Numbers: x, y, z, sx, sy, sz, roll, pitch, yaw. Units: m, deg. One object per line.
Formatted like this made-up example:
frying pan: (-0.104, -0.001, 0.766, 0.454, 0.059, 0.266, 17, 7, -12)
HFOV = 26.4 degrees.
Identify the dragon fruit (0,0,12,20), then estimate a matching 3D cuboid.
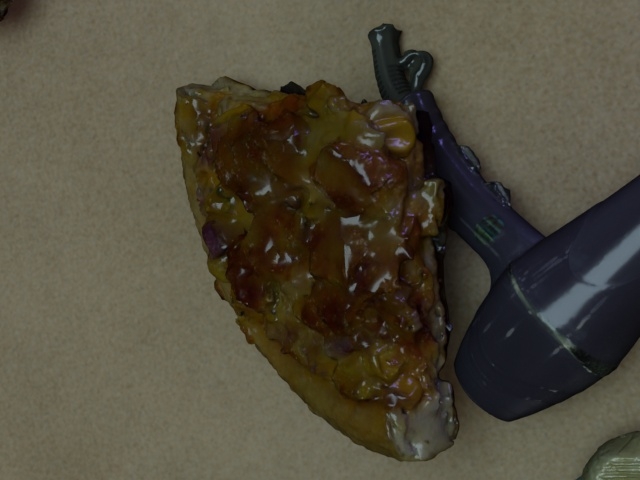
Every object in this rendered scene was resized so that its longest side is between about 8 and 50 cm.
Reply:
dragon fruit: (-0.363, -0.317, 1.331, 0.125, 0.125, 0.246, -32, 61, 46)

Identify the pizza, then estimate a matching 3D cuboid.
pizza: (0.000, 0.000, 1.148, 0.278, 0.114, 0.408, -47, 66, 43)

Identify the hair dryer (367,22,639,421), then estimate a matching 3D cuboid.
hair dryer: (0.158, -0.064, 1.127, 0.301, 0.121, 0.361, -48, 67, 21)

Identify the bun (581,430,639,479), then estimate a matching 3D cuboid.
bun: (0.267, 0.209, 1.104, 0.115, 0.069, 0.115, 1, 92, 22)

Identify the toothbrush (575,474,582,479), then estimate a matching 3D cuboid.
toothbrush: (0.191, 0.231, 1.162, 0.167, 0.014, 0.011, -43, 67, 16)
